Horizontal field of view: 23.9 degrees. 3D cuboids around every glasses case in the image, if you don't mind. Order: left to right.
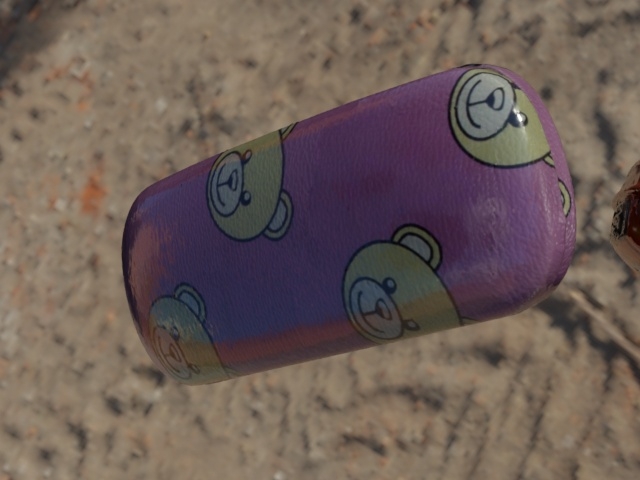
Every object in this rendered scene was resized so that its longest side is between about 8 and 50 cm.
[{"bbox_3d":[0.000,0.000,0.792,0.316,0.076,0.123,-18,83,46],"label":"glasses case"}]

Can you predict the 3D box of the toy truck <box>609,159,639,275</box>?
[{"bbox_3d":[0.247,0.056,0.740,0.114,0.253,0.107,-60,-4,-3],"label":"toy truck"}]
